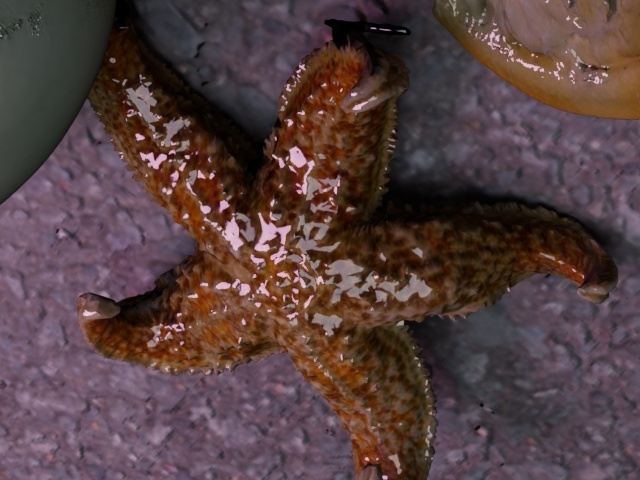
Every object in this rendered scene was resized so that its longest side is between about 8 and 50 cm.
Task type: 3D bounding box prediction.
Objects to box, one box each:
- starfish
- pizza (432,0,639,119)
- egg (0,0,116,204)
[{"bbox_3d":[0.002,0.001,1.006,0.312,0.113,0.303,18,128,5],"label":"starfish"},{"bbox_3d":[0.115,-0.152,0.841,0.181,0.034,0.262,29,146,33],"label":"pizza"},{"bbox_3d":[-0.216,-0.102,0.924,0.203,0.203,0.282,42,127,-16],"label":"egg"}]
